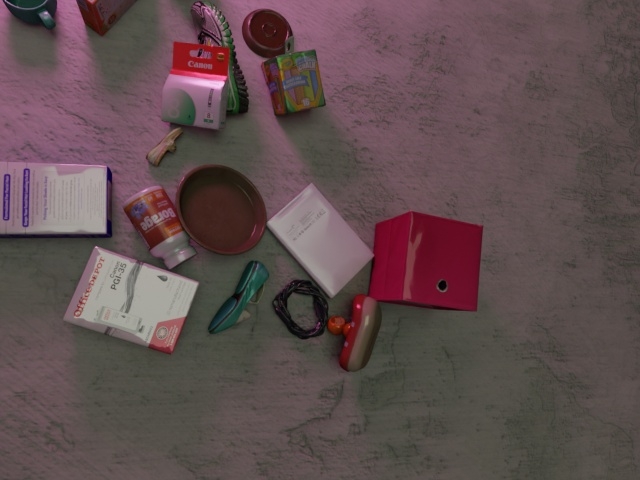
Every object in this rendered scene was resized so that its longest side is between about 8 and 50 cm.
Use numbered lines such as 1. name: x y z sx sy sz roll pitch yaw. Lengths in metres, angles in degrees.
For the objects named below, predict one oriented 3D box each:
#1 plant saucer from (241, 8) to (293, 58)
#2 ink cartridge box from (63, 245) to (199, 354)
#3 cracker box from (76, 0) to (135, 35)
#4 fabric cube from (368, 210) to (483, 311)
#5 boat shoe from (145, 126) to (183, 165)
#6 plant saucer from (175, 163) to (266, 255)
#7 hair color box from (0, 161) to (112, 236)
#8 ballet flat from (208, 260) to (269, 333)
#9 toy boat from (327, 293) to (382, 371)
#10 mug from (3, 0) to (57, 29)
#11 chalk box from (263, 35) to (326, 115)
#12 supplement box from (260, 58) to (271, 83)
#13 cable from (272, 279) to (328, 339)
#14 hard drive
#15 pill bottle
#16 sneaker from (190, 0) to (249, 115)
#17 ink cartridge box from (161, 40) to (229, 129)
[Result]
1. plant saucer: -0.167 -0.673 1.458 0.168 0.029 0.169 2 84 -16
2. ink cartridge box: -0.496 0.161 1.211 0.282 0.117 0.208 21 78 -14
3. cracker box: -0.576 -0.711 1.269 0.067 0.155 0.232 37 74 -9
4. fabric cube: 0.319 0.075 1.401 0.253 0.259 0.259 11 81 -15
5. boat shoe: -0.444 -0.272 1.317 0.045 0.050 0.135 44 83 -11
6. plant saucer: -0.284 -0.086 1.301 0.277 0.041 0.278 16 62 -33
7. hair color box: -0.729 -0.101 1.176 0.338 0.110 0.185 0 85 -19
8. ballet flat: -0.225 0.178 1.316 0.087 0.083 0.247 37 76 -25
9. toy boat: 0.091 0.272 1.381 0.151 0.151 0.231 18 88 21
10. mug: -0.787 -0.646 1.226 0.129 0.097 0.158 -2 85 -18
11. chalk box: -0.085 -0.501 1.378 0.131 0.132 0.213 -19 108 -19
12. supplement box: -0.134 -0.546 1.448 0.098 0.036 0.062 -17 90 -19
13. cable: -0.049 0.212 1.387 0.150 0.047 0.184 -42 92 -22
14. hard drive: 0.000 0.000 1.424 0.203 0.040 0.308 -43 97 -17
15. pill bottle: -0.436 -0.032 1.250 0.121 0.121 0.216 -33 94 -18
16. sneaker: -0.323 -0.538 1.339 0.146 0.134 0.344 -17 89 -18
17. ink cartridge box: -0.354 -0.439 1.283 0.180 0.056 0.225 11 108 10
